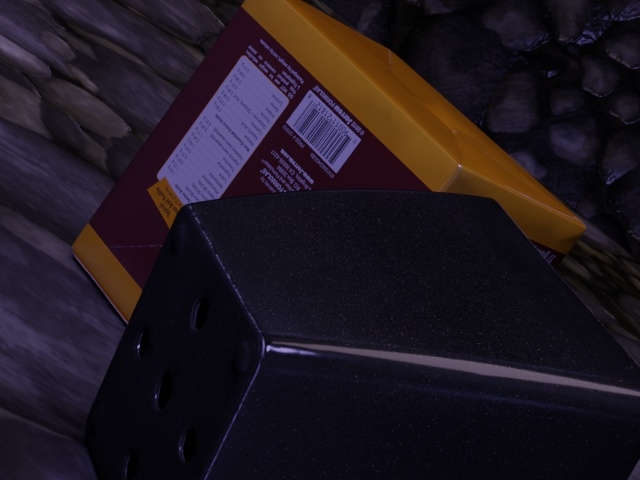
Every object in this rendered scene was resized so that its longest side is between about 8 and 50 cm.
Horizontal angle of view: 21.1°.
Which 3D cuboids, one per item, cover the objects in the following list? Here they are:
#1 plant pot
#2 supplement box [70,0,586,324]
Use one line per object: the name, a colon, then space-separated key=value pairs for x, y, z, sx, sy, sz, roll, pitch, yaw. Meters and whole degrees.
plant pot: x=0.005 y=0.081 z=0.756 sx=0.167 sy=0.188 sz=0.187 roll=15 pitch=22 yaw=-28
supplement box: x=0.000 y=0.000 z=0.954 sx=0.129 sy=0.194 sz=0.191 roll=21 pitch=21 yaw=-50
